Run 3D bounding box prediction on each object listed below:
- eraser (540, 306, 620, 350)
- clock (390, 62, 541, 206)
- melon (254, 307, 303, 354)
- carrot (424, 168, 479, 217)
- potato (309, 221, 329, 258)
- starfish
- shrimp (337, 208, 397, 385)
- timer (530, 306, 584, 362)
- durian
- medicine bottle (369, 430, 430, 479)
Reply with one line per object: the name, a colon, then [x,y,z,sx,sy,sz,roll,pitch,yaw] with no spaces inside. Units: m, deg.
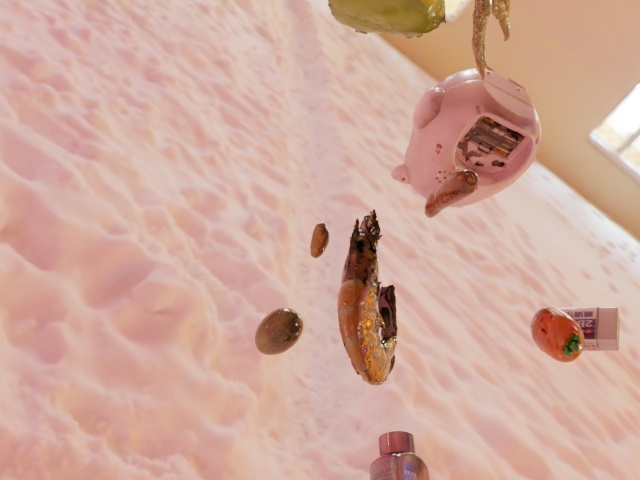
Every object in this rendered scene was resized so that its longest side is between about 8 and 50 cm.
eraser: [0.723,0.249,1.991,0.068,0.210,0.124,64,35,-34]
clock: [0.397,-0.249,1.923,0.368,0.377,0.250,21,37,-21]
melon: [-0.100,0.219,1.704,0.098,0.130,0.098,50,-4,5]
carrot: [0.264,-0.092,1.495,0.059,0.059,0.248,40,-19,-1]
potato: [0.000,0.000,1.733,0.046,0.092,0.045,14,-12,-23]
starfish: [0.306,-0.467,1.258,0.078,0.358,0.347,18,18,16]
shrimp: [0.126,0.125,1.661,0.272,0.085,0.445,46,38,-47]
timer: [0.532,0.217,1.579,0.136,0.099,0.136,46,8,-8]
durian: [0.137,-0.596,1.661,0.339,0.204,0.256,15,-16,20]
medicine bottle: [0.170,0.509,1.510,0.119,0.094,0.188,34,40,-38]
